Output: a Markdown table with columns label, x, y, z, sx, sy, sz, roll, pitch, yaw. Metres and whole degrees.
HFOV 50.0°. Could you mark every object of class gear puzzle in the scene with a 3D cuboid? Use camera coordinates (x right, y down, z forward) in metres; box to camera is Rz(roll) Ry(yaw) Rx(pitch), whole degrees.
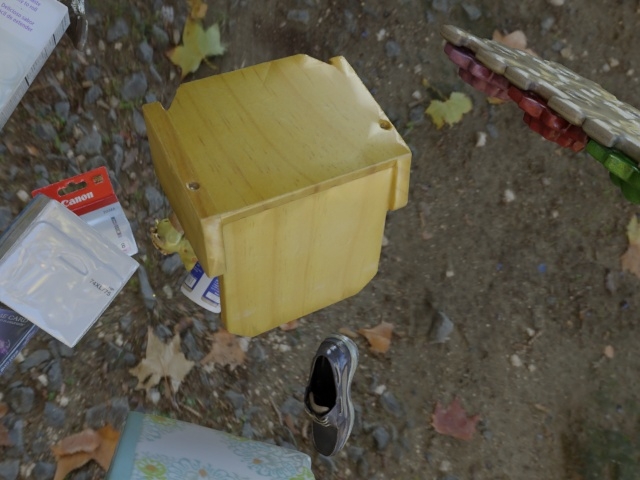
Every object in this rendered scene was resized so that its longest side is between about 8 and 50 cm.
| label | x | y | z | sx | sy | sz | roll | pitch | yaw |
| --- | --- | --- | --- | --- | --- | --- | --- | --- | --- |
| gear puzzle | 0.228 | -0.053 | 0.485 | 0.175 | 0.339 | 0.044 | 5 | 123 | -36 |

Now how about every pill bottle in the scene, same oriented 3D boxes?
| label | x | y | z | sx | sy | sz | roll | pitch | yaw |
| --- | --- | --- | --- | --- | --- | --- | --- | --- | --- |
| pill bottle | -0.235 | 0.065 | 1.615 | 0.112 | 0.112 | 0.187 | 33 | 89 | -9 |

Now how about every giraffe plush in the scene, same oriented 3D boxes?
| label | x | y | z | sx | sy | sz | roll | pitch | yaw |
| --- | --- | --- | --- | --- | --- | --- | --- | --- | --- |
| giraffe plush | -0.357 | -0.008 | 1.806 | 0.170 | 0.181 | 0.210 | 36 | 71 | -21 |

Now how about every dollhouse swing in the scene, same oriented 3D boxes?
| label | x | y | z | sx | sy | sz | roll | pitch | yaw |
| --- | --- | --- | --- | --- | --- | --- | --- | --- | --- |
| dollhouse swing | -0.073 | -0.069 | 1.138 | 0.346 | 0.305 | 0.315 | -21 | 65 | -22 |

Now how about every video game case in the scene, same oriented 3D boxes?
| label | x | y | z | sx | sy | sz | roll | pitch | yaw |
| --- | --- | --- | --- | --- | --- | --- | --- | --- | --- |
| video game case | -0.717 | 0.239 | 1.376 | 0.196 | 0.026 | 0.274 | 8 | 41 | 16 |

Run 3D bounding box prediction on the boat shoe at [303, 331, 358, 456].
| label | x | y | z | sx | sy | sz | roll | pitch | yaw |
| --- | --- | --- | --- | --- | --- | --- | --- | --- | --- |
| boat shoe | 0.008 | 0.418 | 1.809 | 0.130 | 0.132 | 0.355 | -21 | 118 | -52 |

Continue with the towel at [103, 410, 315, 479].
| label | x | y | z | sx | sy | sz | roll | pitch | yaw |
| --- | --- | --- | --- | --- | --- | --- | --- | --- | --- |
| towel | -0.152 | 0.377 | 0.974 | 0.320 | 0.374 | 0.090 | 20 | 98 | -11 |

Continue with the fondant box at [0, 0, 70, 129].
| label | x | y | z | sx | sy | sz | roll | pitch | yaw |
| --- | --- | --- | --- | --- | --- | --- | --- | --- | --- |
| fondant box | -0.671 | -0.364 | 1.305 | 0.238 | 0.096 | 0.330 | 31 | 79 | -14 |

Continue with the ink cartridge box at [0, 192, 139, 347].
| label | x | y | z | sx | sy | sz | roll | pitch | yaw |
| --- | --- | --- | --- | --- | --- | --- | --- | --- | --- |
| ink cartridge box | -0.511 | 0.047 | 1.319 | 0.198 | 0.270 | 0.197 | 42 | 76 | -24 |

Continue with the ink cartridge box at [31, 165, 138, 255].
| label | x | y | z | sx | sy | sz | roll | pitch | yaw |
| --- | --- | --- | --- | --- | --- | --- | --- | --- | --- |
| ink cartridge box | -0.574 | -0.039 | 1.685 | 0.189 | 0.066 | 0.232 | -25 | 125 | -23 |

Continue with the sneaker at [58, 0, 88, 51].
| label | x | y | z | sx | sy | sz | roll | pitch | yaw |
| --- | --- | --- | --- | --- | --- | --- | --- | --- | --- |
| sneaker | -0.560 | -0.490 | 1.526 | 0.071 | 0.066 | 0.188 | -1 | 52 | -25 |
